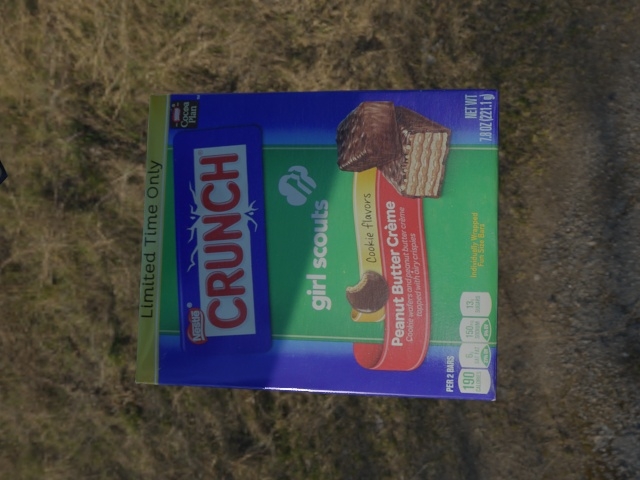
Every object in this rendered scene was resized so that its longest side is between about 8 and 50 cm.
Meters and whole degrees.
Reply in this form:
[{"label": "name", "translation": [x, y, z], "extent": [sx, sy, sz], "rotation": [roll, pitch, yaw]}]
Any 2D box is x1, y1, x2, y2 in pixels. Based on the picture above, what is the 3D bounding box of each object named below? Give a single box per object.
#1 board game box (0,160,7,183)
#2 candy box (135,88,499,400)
[{"label": "board game box", "translation": [-0.664, -0.070, 1.085], "extent": [0.165, 0.243, 0.042], "rotation": [-75, -23, -50]}, {"label": "candy box", "translation": [0.000, 0.000, 0.623], "extent": [0.122, 0.317, 0.268], "rotation": [18, -107, -81]}]
